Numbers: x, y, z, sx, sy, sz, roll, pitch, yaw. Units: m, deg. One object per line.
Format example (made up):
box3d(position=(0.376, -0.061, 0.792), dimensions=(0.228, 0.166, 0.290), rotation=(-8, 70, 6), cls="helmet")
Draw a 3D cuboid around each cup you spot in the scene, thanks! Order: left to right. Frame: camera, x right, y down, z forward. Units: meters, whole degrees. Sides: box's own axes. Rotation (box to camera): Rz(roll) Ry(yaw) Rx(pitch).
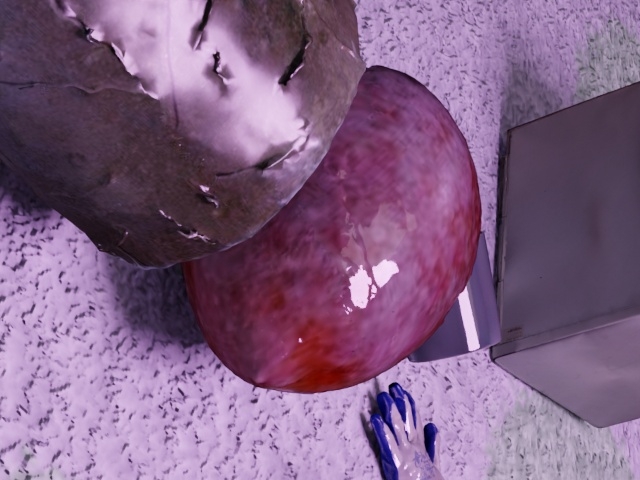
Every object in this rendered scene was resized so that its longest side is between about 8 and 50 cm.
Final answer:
box3d(position=(0.074, 0.042, 1.363), dimensions=(0.100, 0.078, 0.077), rotation=(-15, 93, -23), cls="cup")

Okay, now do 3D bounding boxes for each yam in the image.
box3d(position=(-0.133, -0.162, 0.992), dimensions=(0.348, 0.241, 0.241), rotation=(51, 39, -37), cls="yam")

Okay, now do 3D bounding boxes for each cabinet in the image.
box3d(position=(0.233, 0.012, 1.531), dimensions=(0.145, 0.150, 0.206), rotation=(33, 50, -39), cls="cabinet")

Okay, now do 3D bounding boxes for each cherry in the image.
box3d(position=(0.000, 0.000, 1.173), dimensions=(0.249, 0.175, 0.192), rotation=(-63, 141, -48), cls="cherry")

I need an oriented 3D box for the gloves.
box3d(position=(0.060, 0.138, 1.334), dimensions=(0.064, 0.026, 0.086), rotation=(-25, 93, -59), cls="gloves")
